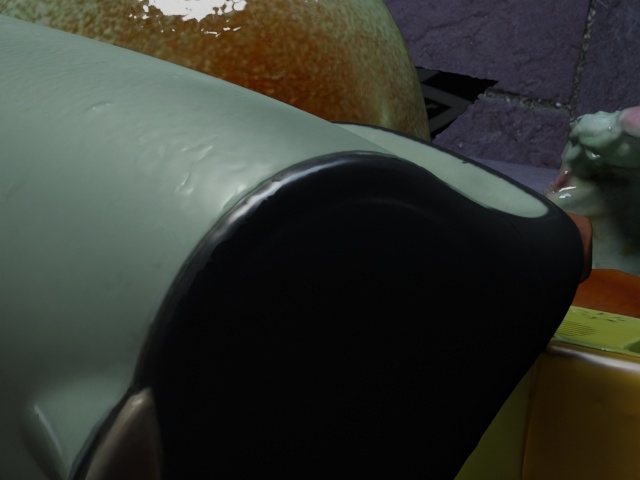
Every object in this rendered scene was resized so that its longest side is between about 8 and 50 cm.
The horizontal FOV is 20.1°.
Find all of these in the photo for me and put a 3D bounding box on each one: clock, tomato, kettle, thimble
[{"bbox_3d":[0.145,0.086,0.674,0.202,0.096,0.143,12,9,19],"label":"clock"},{"bbox_3d":[-0.075,-0.081,1.136,0.303,0.239,0.303,7,9,-1],"label":"tomato"},{"bbox_3d":[-0.048,0.006,0.636,0.240,0.165,0.255,-23,26,-34],"label":"kettle"},{"bbox_3d":[0.244,-0.001,1.149,0.149,0.185,0.211,4,44,-32],"label":"thimble"}]

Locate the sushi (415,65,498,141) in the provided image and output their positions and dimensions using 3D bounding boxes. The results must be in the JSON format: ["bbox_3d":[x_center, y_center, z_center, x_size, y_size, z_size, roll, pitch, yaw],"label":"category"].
[{"bbox_3d":[-0.085,-0.109,1.438,0.339,0.069,0.320,7,-26,-22],"label":"sushi"}]

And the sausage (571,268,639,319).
[{"bbox_3d":[0.196,0.075,0.887,0.083,0.089,0.300,14,3,-36],"label":"sausage"}]
